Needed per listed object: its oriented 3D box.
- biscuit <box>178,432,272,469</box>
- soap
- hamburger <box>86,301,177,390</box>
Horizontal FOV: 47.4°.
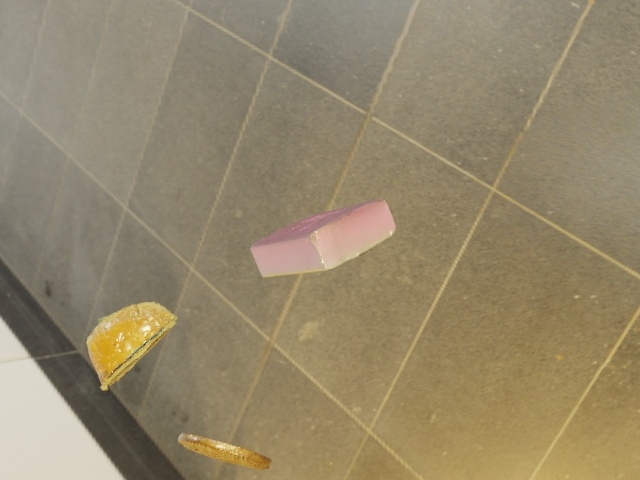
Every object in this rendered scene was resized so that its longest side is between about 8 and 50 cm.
[{"bbox_3d":[-0.186,0.410,1.408,0.187,0.188,0.027,-2,62,40],"label":"biscuit"},{"bbox_3d":[-0.001,-0.002,1.406,0.259,0.181,0.081,-8,106,59],"label":"soap"},{"bbox_3d":[-0.341,0.165,1.253,0.176,0.087,0.102,-45,94,1],"label":"hamburger"}]
